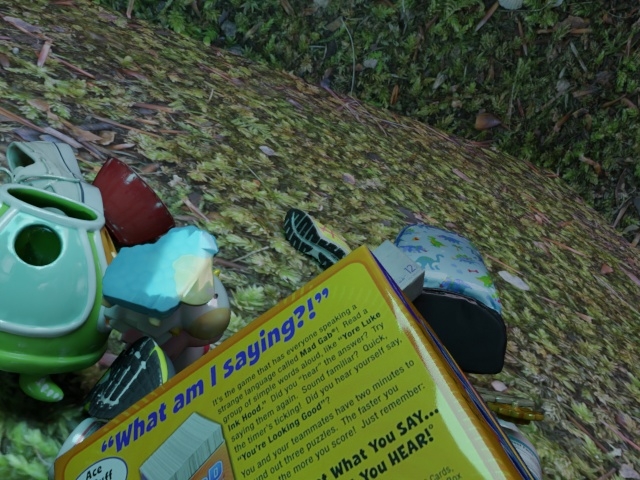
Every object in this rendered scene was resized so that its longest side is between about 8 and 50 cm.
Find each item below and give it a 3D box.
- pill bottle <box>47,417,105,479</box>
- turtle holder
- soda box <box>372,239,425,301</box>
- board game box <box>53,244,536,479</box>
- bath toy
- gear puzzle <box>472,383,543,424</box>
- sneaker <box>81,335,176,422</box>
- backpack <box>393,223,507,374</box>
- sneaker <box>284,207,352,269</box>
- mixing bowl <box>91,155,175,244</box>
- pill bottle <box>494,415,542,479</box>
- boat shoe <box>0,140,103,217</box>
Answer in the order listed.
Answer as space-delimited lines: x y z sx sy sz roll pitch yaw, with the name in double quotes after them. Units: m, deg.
-0.236 0.289 0.796 0.160 0.087 0.087 29 26 2 "pill bottle"
-0.418 0.040 0.870 0.320 0.228 0.243 24 10 4 "turtle holder"
0.052 0.131 1.168 0.286 0.091 0.098 -40 62 -18 "soda box"
0.035 0.304 0.575 0.356 0.356 0.356 50 8 -41 "board game box"
-0.195 0.101 0.901 0.151 0.348 0.129 23 64 0 "bath toy"
0.268 0.281 1.144 0.175 0.044 0.339 12 -7 -19 "gear puzzle"
-0.210 0.197 0.819 0.121 0.111 0.300 37 -20 -12 "sneaker"
0.236 0.112 1.406 0.290 0.274 0.355 11 6 5 "backpack"
0.000 0.000 1.559 0.208 0.081 0.094 44 23 17 "sneaker"
-0.371 -0.058 1.239 0.181 0.181 0.098 37 69 19 "mixing bowl"
0.272 0.391 1.024 0.146 0.146 0.264 28 26 1 "pill bottle"
-0.500 -0.085 1.168 0.156 0.136 0.367 5 31 -38 "boat shoe"
